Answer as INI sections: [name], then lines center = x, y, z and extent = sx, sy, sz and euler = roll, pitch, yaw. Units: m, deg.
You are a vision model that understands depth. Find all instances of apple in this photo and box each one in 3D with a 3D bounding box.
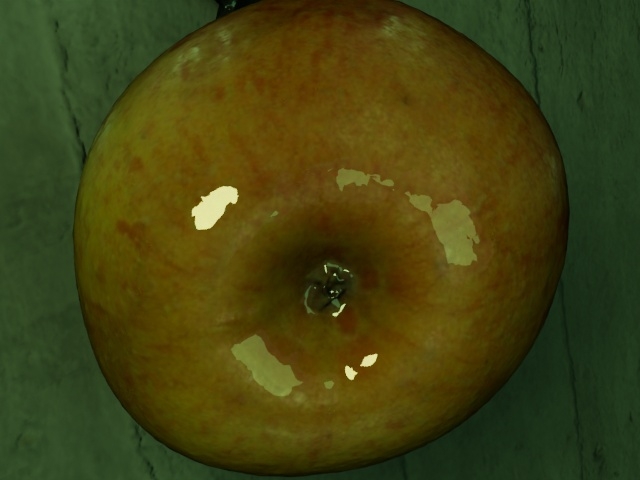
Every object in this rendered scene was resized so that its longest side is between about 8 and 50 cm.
[apple]
center = 0.000, 0.000, 0.717
extent = 0.275, 0.299, 0.299
euler = -74, 154, -72

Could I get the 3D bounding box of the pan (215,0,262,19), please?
[pan]
center = -0.057, -0.163, 0.825
extent = 0.212, 0.040, 0.114
euler = 34, 72, -49
